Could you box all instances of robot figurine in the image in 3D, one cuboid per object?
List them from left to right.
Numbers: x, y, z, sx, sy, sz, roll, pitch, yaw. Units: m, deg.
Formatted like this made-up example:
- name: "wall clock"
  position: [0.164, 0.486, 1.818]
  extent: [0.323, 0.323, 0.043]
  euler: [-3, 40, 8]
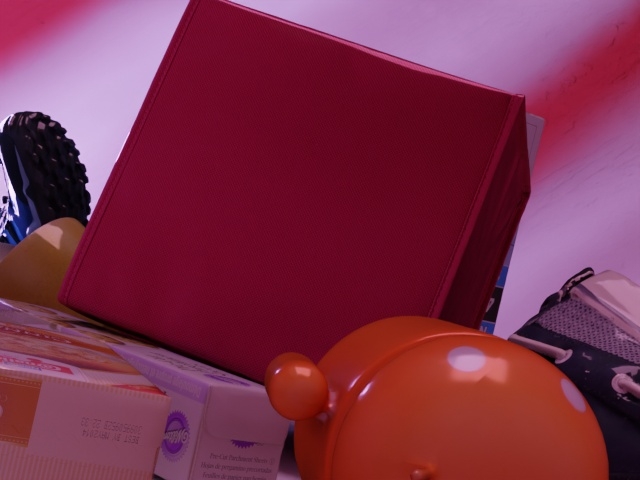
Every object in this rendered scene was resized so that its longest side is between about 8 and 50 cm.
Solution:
- name: "robot figurine"
  position: [0.059, 0.103, 0.559]
  extent: [0.128, 0.158, 0.219]
  euler: [-27, 5, -8]

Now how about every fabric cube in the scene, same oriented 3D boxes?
- name: "fabric cube"
  position: [0.000, 0.000, 0.912]
  extent: [0.258, 0.254, 0.259]
  euler: [19, -10, 15]

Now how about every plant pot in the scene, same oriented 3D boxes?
- name: "plant pot"
  position: [-0.225, 0.062, 1.037]
  extent: [0.095, 0.134, 0.134]
  euler: [38, 6, 15]

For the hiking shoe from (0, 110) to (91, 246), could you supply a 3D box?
- name: "hiking shoe"
  position: [-0.322, -0.008, 1.294]
  extent: [0.132, 0.304, 0.113]
  euler: [2, 40, 11]

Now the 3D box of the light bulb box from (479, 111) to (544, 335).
- name: "light bulb box"
  position: [0.016, -0.011, 1.296]
  extent: [0.358, 0.361, 0.225]
  euler: [13, 0, -36]

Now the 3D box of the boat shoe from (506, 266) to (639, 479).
- name: "boat shoe"
  position: [0.208, 0.154, 0.662]
  extent: [0.340, 0.158, 0.127]
  euler: [40, -23, 50]

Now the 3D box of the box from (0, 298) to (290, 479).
- name: "box"
  position: [-0.143, 0.095, 0.782]
  extent: [0.067, 0.063, 0.324]
  euler: [14, -2, -38]

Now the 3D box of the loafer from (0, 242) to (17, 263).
- name: "loafer"
  position: [-0.327, 0.049, 1.197]
  extent: [0.268, 0.092, 0.102]
  euler: [11, -1, 36]

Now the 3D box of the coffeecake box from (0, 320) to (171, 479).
- name: "coffeecake box"
  position: [-0.171, 0.084, 0.607]
  extent: [0.142, 0.068, 0.185]
  euler: [14, -1, -21]
